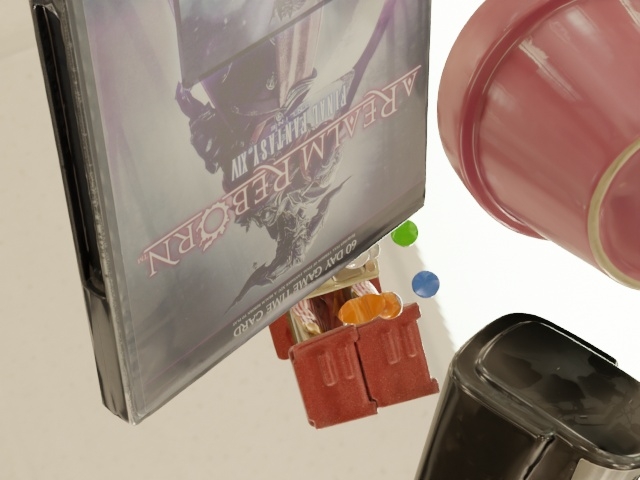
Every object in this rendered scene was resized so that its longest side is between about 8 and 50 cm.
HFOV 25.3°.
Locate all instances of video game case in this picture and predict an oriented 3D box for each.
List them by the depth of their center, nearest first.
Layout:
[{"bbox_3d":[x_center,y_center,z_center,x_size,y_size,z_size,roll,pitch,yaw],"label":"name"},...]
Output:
[{"bbox_3d":[-0.024,-0.076,0.566,0.026,0.196,0.274,30,-40,32],"label":"video game case"}]

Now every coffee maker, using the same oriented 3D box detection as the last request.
[{"bbox_3d":[0.092,0.139,0.823,0.171,0.120,0.178,17,-60,2],"label":"coffee maker"}]

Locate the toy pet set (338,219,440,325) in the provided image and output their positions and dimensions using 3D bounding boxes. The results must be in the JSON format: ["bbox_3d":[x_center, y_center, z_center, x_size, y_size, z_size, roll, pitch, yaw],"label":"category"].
[{"bbox_3d":[-0.005,0.003,0.799,0.114,0.065,0.122,-21,-109,0],"label":"toy pet set"}]

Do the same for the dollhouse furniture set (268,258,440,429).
[{"bbox_3d":[0.000,0.000,1.591,0.201,0.152,0.374,-122,-164,-64],"label":"dollhouse furniture set"}]

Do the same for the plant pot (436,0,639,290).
[{"bbox_3d":[0.197,-0.066,0.933,0.180,0.201,0.201,-119,-149,-56],"label":"plant pot"}]
